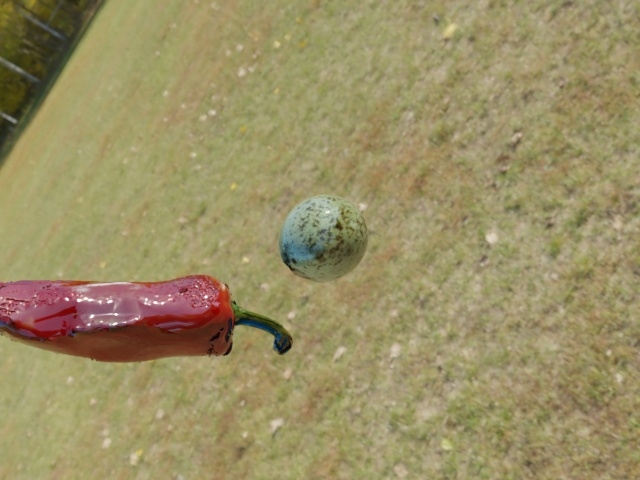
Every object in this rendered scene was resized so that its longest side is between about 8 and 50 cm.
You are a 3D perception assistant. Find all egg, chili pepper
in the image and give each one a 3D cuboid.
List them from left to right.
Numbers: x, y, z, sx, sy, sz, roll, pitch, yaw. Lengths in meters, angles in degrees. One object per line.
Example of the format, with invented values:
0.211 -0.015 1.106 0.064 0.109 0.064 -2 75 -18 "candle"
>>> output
-0.219 0.092 0.997 0.110 0.388 0.110 -178 90 -76 "chili pepper"
0.000 0.000 0.820 0.110 0.085 0.085 -30 36 52 "egg"
